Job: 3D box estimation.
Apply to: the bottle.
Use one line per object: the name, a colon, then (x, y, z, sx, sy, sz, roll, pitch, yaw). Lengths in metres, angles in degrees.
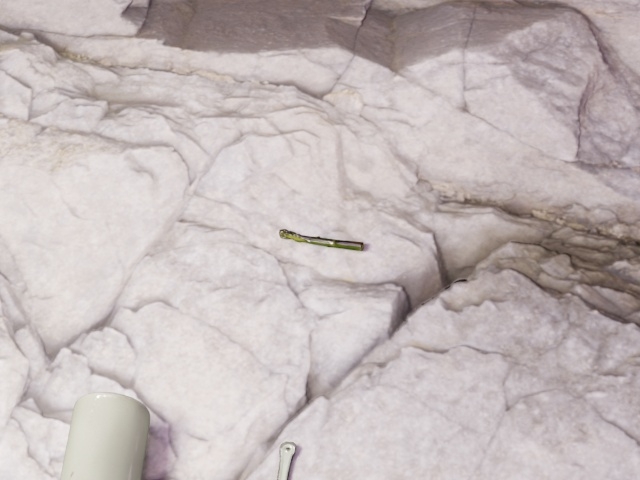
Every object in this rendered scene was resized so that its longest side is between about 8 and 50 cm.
bottle: (-0.283, 0.322, 1.823, 0.104, 0.104, 0.245, 1, 57, 8)

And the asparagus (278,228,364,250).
asparagus: (0.000, 0.000, 2.052, 0.127, 0.015, 0.018, 9, 49, 13)

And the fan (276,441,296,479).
fan: (-0.059, 0.361, 1.825, 0.152, 0.008, 0.227, 2, 58, 10)
